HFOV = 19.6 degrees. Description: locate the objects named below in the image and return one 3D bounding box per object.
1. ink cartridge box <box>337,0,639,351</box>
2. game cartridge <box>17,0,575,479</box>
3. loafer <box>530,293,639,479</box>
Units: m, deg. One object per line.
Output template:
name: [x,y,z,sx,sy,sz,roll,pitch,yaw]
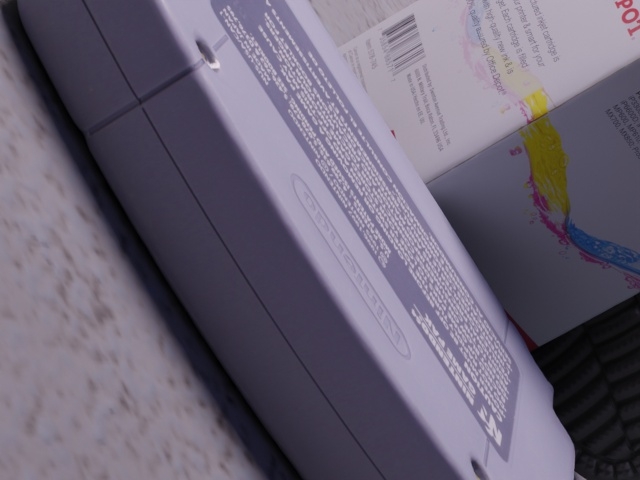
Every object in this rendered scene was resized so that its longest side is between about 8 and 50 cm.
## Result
ink cartridge box: [0.103,-0.049,0.860,0.127,0.176,0.128,47,21,-37]
game cartridge: [0.000,0.000,0.697,0.297,0.062,0.198,57,21,-10]
loafer: [0.132,0.018,0.980,0.087,0.094,0.251,23,39,-57]
